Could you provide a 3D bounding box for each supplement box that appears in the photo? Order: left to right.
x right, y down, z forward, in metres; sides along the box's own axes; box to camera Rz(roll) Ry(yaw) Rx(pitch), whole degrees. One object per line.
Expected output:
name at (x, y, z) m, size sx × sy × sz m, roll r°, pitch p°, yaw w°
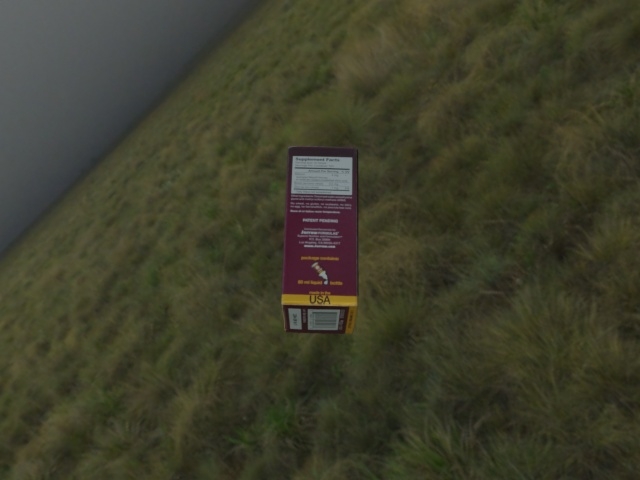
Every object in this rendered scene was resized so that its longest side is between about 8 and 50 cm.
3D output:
supplement box at (0.000, 0.000, 0.756) m, size 0.104 × 0.081 × 0.188 m, roll 93°, pitch 178°, yaw -66°
